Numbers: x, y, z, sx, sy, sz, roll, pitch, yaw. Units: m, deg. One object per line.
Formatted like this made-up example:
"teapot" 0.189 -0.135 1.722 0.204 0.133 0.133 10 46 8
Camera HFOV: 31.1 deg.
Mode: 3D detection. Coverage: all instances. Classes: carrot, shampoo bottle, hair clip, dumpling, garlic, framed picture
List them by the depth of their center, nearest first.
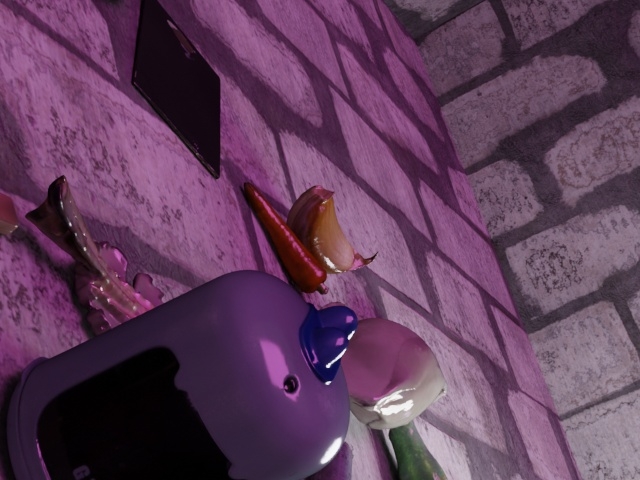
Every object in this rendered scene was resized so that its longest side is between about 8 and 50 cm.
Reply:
"hair clip" -0.278 0.038 1.447 0.173 0.069 0.300 -95 162 -47
"shampoo bottle" 0.013 0.395 1.769 0.072 0.072 0.214 55 19 -24
"framed picture" -0.253 -0.288 2.082 0.244 0.013 0.324 51 21 -35
"dumpling" 0.094 0.221 2.108 0.341 0.181 0.260 -20 60 -44
"carrot" -0.071 0.000 2.136 0.257 0.061 0.061 53 18 -2
"garlic" -0.003 -0.005 2.230 0.115 0.128 0.207 16 -30 48

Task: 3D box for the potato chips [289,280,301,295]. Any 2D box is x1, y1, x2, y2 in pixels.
"potato chips" -0.035 0.157 2.042 0.142 0.026 0.209 49 22 -32

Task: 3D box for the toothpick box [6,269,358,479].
"toothpick box" -0.122 0.169 1.230 0.263 0.354 0.263 53 21 -30

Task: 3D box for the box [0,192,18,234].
"box" -0.393 -0.043 1.315 0.115 0.025 0.048 31 31 -59

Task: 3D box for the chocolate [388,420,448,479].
"chocolate" 0.202 0.477 2.139 0.110 0.110 0.291 27 37 -62
